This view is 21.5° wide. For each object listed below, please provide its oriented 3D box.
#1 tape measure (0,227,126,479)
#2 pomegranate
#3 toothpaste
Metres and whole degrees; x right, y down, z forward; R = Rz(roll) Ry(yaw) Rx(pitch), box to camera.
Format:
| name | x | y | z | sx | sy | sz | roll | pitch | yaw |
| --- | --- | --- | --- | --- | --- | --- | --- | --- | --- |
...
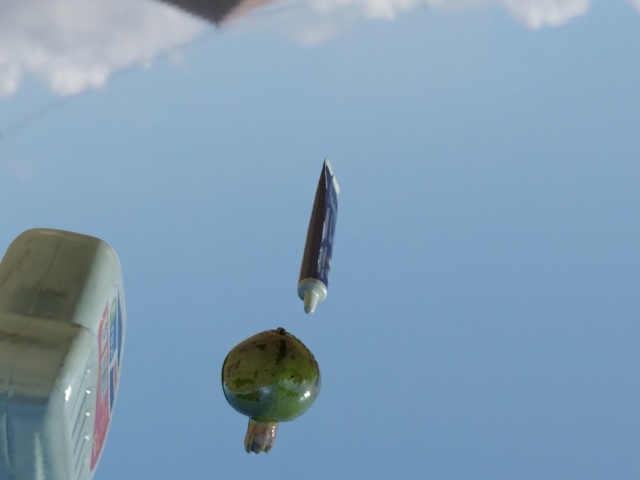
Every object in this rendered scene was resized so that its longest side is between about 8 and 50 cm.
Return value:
| name | x | y | z | sx | sy | sz | roll | pitch | yaw |
| --- | --- | --- | --- | --- | --- | --- | --- | --- | --- |
| tape measure | -0.254 | 0.130 | 1.500 | 0.125 | 0.243 | 0.246 | 9 | -136 | 1 |
| pomegranate | -0.032 | 0.106 | 1.201 | 0.073 | 0.084 | 0.073 | -20 | -174 | 2 |
| toothpaste | 0.000 | 0.000 | 1.190 | 0.021 | 0.037 | 0.140 | -5 | -137 | 14 |
